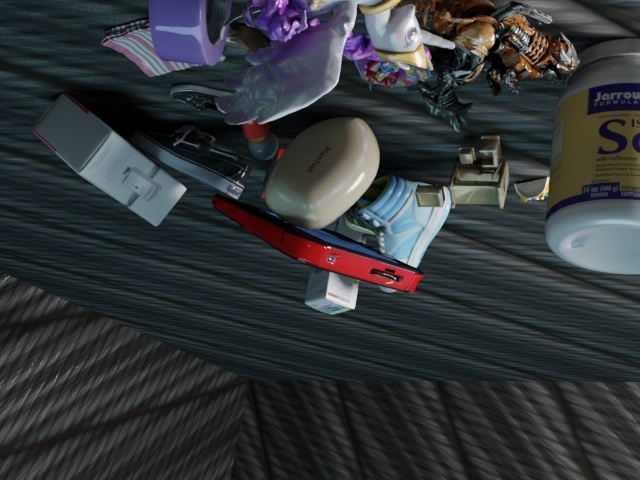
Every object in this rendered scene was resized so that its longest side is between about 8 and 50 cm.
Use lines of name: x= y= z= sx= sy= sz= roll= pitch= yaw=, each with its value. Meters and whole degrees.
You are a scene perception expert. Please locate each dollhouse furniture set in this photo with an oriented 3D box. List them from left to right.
dollhouse furniture set: x=0.289 y=-0.160 z=1.955 sx=0.182 sy=0.101 sz=0.160 roll=2 pitch=133 yaw=20

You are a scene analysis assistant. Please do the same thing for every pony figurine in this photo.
pony figurine: x=-0.001 y=-0.349 z=1.322 sx=0.351 sy=0.302 sz=0.363 roll=-12 pitch=139 yaw=6

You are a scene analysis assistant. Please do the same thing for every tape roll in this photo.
tape roll: x=-0.196 y=-0.367 z=1.446 sx=0.080 sy=0.188 sz=0.189 roll=7 pitch=159 yaw=6

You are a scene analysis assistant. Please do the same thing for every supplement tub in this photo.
supplement tub: x=0.499 y=-0.135 z=1.539 sx=0.241 sy=0.331 sz=0.241 roll=8 pitch=159 yaw=3

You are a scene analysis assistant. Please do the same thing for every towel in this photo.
towel: x=-0.290 y=-0.355 z=1.735 sx=0.197 sy=0.029 sz=0.144 roll=-4 pitch=156 yaw=36

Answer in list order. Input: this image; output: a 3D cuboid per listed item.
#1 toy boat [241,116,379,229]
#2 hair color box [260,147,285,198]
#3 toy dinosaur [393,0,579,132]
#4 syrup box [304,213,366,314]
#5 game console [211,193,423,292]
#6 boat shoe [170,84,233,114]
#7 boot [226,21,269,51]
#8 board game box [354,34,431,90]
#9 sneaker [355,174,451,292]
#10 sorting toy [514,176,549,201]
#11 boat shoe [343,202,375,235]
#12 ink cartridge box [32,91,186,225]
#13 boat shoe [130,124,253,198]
toy boat: x=-0.035 y=-0.163 z=1.910 sx=0.318 sy=0.267 sz=0.148 roll=34 pitch=161 yaw=26
hair color box: x=-0.096 y=-0.147 z=2.137 sx=0.043 sy=0.071 sz=0.141 roll=14 pitch=160 yaw=-12
toy dinosaur: x=0.244 y=-0.318 z=1.505 sx=0.322 sy=0.164 sz=0.218 roll=35 pitch=142 yaw=-1
syrup box: x=0.041 y=0.060 z=2.381 sx=0.096 sy=0.236 sz=0.093 roll=23 pitch=155 yaw=-30
game console: x=0.000 y=0.000 z=1.996 sx=0.387 sy=0.060 sz=0.342 roll=18 pitch=-170 yaw=-42
boat shoe: x=-0.235 y=-0.282 z=1.892 sx=0.142 sy=0.040 sz=0.049 roll=8 pitch=159 yaw=3
boot: x=-0.158 y=-0.358 z=1.670 sx=0.087 sy=0.042 sz=0.118 roll=-1 pitch=156 yaw=43
board game box: x=0.123 y=-0.307 z=1.679 sx=0.133 sy=0.033 sz=0.168 roll=3 pitch=159 yaw=19
sneaker: x=0.147 y=-0.028 z=2.180 sx=0.208 sy=0.127 sz=0.319 roll=19 pitch=125 yaw=-11
sorting toy: x=0.478 y=-0.107 z=2.045 sx=0.083 sy=0.044 sz=0.075 roll=-11 pitch=170 yaw=43
boat shoe: x=0.167 y=-0.042 z=2.282 sx=0.224 sy=0.080 sz=0.073 roll=14 pitch=164 yaw=1
ink cartridge box: x=-0.456 y=-0.173 z=2.052 sx=0.207 sy=0.117 sz=0.283 roll=37 pitch=177 yaw=34
boat shoe: x=-0.279 y=-0.195 z=2.047 sx=0.306 sy=0.104 sz=0.113 roll=26 pitch=177 yaw=32
